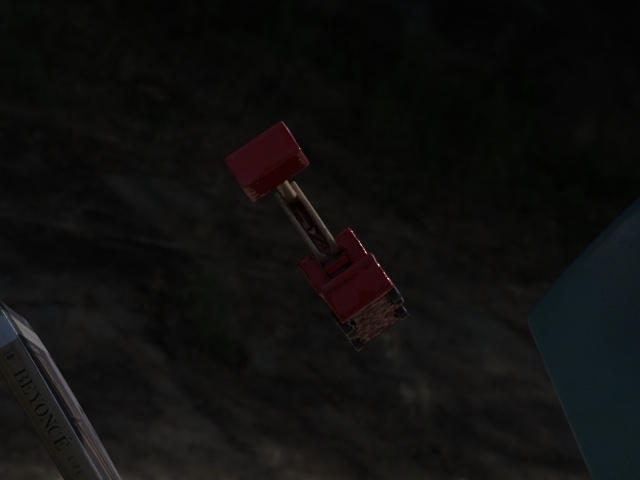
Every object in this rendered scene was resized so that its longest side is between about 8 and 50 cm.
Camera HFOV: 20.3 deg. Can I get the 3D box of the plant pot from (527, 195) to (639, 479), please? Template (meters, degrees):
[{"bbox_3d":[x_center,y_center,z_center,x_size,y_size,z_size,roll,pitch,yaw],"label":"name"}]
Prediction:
[{"bbox_3d":[0.229,0.037,0.808,0.165,0.234,0.165,24,40,-57],"label":"plant pot"}]

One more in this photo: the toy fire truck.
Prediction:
[{"bbox_3d":[0.000,0.000,1.221,0.135,0.047,0.192,55,-1,12],"label":"toy fire truck"}]

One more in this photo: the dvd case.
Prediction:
[{"bbox_3d":[-0.092,0.127,0.821,0.018,0.221,0.164,-31,-4,-7],"label":"dvd case"}]
